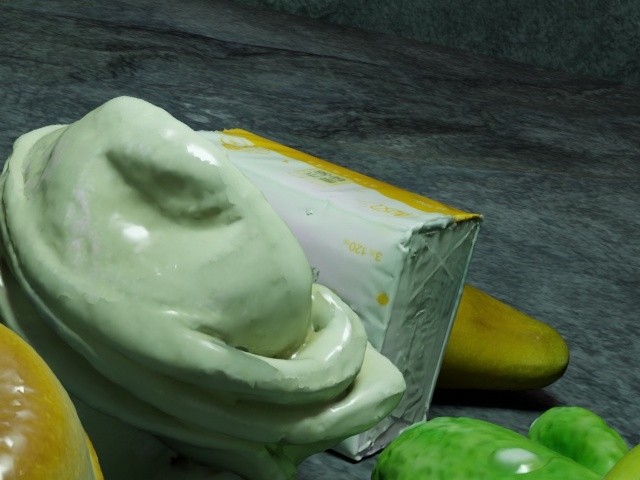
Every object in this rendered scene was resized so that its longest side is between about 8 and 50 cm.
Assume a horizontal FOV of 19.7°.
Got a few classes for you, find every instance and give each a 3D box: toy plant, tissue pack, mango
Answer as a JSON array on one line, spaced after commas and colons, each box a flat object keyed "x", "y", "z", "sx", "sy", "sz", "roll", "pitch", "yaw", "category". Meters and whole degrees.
[{"x": 0.149, "y": 0.173, "z": 1.115, "sx": 0.224, "sy": 0.184, "sz": 0.316, "roll": -25, "pitch": 27, "yaw": -38, "category": "toy plant"}, {"x": -0.017, "y": 0.033, "z": 1.403, "sx": 0.225, "sy": 0.185, "sz": 0.124, "roll": 22, "pitch": 18, "yaw": 29, "category": "tissue pack"}, {"x": 0.095, "y": 0.074, "z": 1.524, "sx": 0.227, "sy": 0.099, "sz": 0.136, "roll": 15, "pitch": 8, "yaw": -14, "category": "mango"}]

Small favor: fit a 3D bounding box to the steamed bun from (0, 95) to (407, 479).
[{"x": -0.119, "y": 0.062, "z": 1.167, "sx": 0.268, "sy": 0.207, "sz": 0.280, "roll": 49, "pitch": -16, "yaw": -17, "category": "steamed bun"}]

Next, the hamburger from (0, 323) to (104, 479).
[{"x": -0.200, "y": 0.124, "z": 0.829, "sx": 0.236, "sy": 0.147, "sz": 0.237, "roll": 4, "pitch": 34, "yaw": -2, "category": "hamburger"}]
